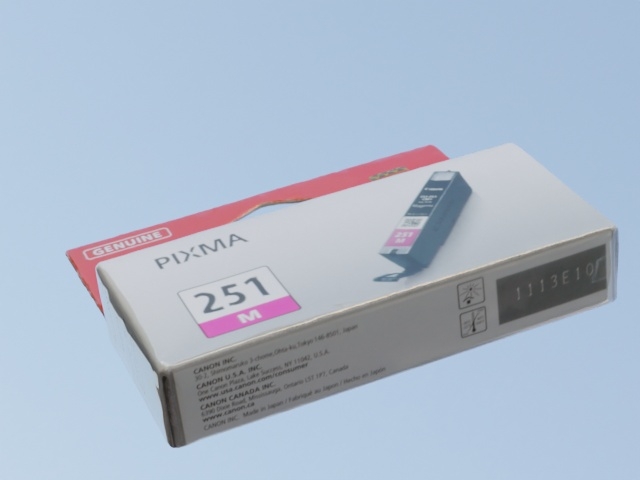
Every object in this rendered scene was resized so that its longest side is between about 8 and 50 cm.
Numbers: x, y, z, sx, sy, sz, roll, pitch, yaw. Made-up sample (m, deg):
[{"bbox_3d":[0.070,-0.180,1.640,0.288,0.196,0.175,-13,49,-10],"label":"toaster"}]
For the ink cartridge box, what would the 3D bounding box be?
[{"bbox_3d":[0.000,0.000,0.944,0.239,0.275,0.060,-131,-151,-54],"label":"ink cartridge box"}]
